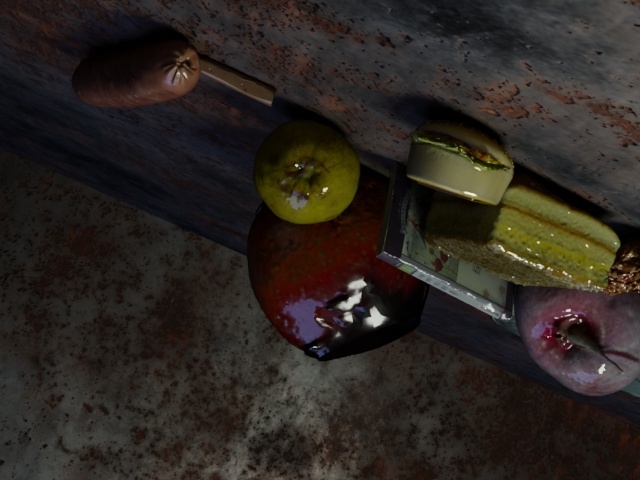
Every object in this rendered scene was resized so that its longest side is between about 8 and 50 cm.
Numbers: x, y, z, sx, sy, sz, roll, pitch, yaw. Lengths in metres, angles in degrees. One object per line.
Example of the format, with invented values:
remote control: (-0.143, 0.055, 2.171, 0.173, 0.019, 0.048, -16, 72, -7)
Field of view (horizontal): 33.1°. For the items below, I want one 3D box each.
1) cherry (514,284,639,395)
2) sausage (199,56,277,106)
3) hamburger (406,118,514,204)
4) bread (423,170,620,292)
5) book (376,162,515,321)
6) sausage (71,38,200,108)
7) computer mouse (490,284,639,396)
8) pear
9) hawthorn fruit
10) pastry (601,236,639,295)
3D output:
cherry: (0.383, 0.116, 1.554, 0.213, 0.183, 0.266, 59, -162, 10)
sausage: (-0.112, -0.210, 1.414, 0.116, 0.026, 0.026, 24, 172, -4)
hamburger: (0.159, -0.092, 1.237, 0.126, 0.082, 0.141, 20, -176, 35)
bread: (0.255, -0.013, 1.401, 0.184, 0.111, 0.234, 23, 174, -17)
book: (0.187, 0.002, 1.525, 0.231, 0.157, 0.026, 27, 143, -22)
sausage: (-0.266, -0.229, 1.515, 0.088, 0.088, 0.433, 28, 172, -28)
computer mouse: (0.455, 0.149, 1.813, 0.374, 0.114, 0.203, 30, 165, -9)
pear: (-0.020, -0.094, 1.487, 0.148, 0.149, 0.162, 23, 176, -2)
hawthorn fruit: (0.029, 0.038, 1.667, 0.316, 0.316, 0.316, 23, 172, 3)
pastry: (0.392, 0.030, 1.395, 0.063, 0.087, 0.169, 37, 172, 2)
